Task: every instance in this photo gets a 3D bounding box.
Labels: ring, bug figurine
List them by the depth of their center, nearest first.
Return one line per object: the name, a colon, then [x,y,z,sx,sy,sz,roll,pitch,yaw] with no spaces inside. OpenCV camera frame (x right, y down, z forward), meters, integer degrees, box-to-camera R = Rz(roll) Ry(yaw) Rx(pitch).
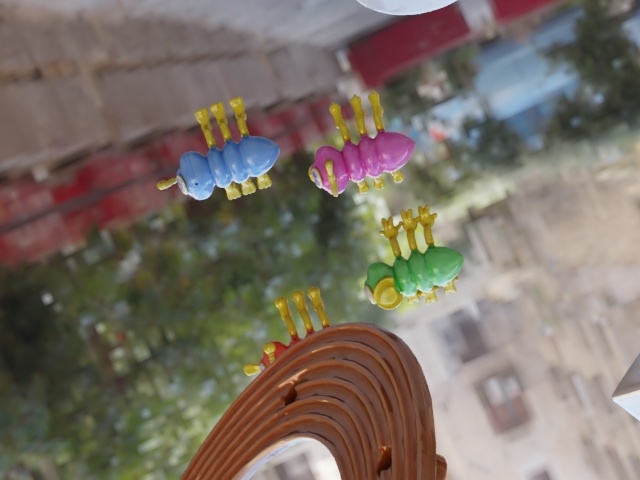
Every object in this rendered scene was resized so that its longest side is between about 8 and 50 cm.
ring: [-0.036,0.194,0.874,0.336,0.032,0.337,-52,-158,32]
bug figurine: [0.000,0.000,1.662,0.216,0.279,0.072,-22,-158,3]

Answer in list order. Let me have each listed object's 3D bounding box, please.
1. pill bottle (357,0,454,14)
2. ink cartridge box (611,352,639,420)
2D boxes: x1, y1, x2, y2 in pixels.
pill bottle: [0.051,-0.348,1.664,0.176,0.319,0.176,-7,141,-6]
ink cartridge box: [0.302,0.109,1.300,0.093,0.154,0.212,-52,180,-10]
